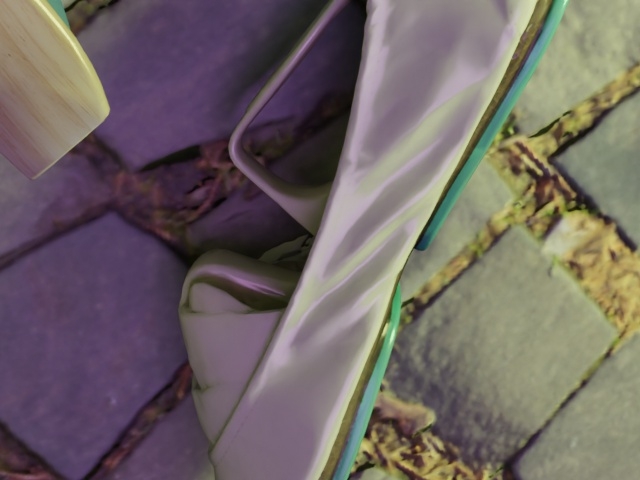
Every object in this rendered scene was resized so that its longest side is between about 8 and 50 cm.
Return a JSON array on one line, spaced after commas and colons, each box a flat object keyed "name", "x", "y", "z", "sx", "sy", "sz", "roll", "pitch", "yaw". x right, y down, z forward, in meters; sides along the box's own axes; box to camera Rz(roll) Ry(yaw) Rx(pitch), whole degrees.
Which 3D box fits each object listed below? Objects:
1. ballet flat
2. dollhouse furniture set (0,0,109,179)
[{"name": "ballet flat", "x": 0.000, "y": 0.000, "z": 0.985, "sx": 0.139, "sy": 0.139, "sz": 0.400, "roll": 16, "pitch": 108, "yaw": -23}, {"name": "dollhouse furniture set", "x": -0.097, "y": -0.236, "z": 0.776, "sx": 0.303, "sy": 0.198, "sz": 0.286, "roll": -40, "pitch": 120, "yaw": 7}]
